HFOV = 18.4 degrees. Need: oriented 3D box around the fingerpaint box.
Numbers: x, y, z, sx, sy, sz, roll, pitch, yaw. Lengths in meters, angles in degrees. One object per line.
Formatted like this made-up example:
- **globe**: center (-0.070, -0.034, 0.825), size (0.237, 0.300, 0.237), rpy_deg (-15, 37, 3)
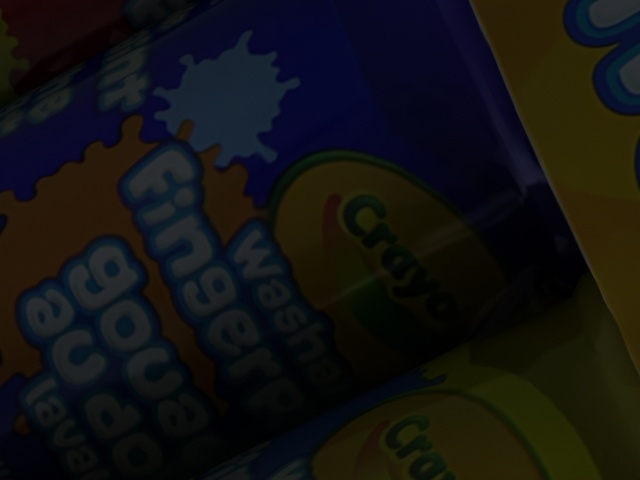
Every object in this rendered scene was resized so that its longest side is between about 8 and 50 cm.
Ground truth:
- **fingerpaint box**: center (0.000, 0.000, 0.499), size (0.371, 0.163, 0.445), rpy_deg (-26, -136, 10)
